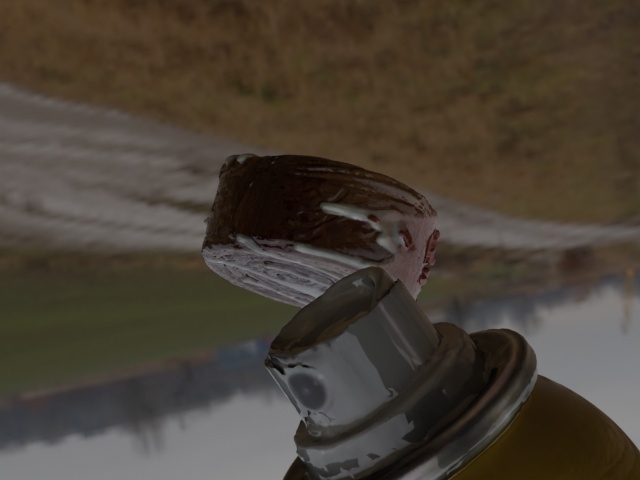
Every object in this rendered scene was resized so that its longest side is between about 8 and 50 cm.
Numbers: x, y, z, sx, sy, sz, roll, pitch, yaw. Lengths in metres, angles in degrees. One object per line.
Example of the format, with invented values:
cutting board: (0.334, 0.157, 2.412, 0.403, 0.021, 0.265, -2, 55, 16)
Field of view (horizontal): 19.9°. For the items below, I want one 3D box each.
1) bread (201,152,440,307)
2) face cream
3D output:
bread: (0.000, 0.000, 1.241, 0.160, 0.073, 0.160, 12, 161, 4)
face cream: (0.098, 0.159, 0.540, 0.105, 0.349, 0.105, -33, -169, 7)
